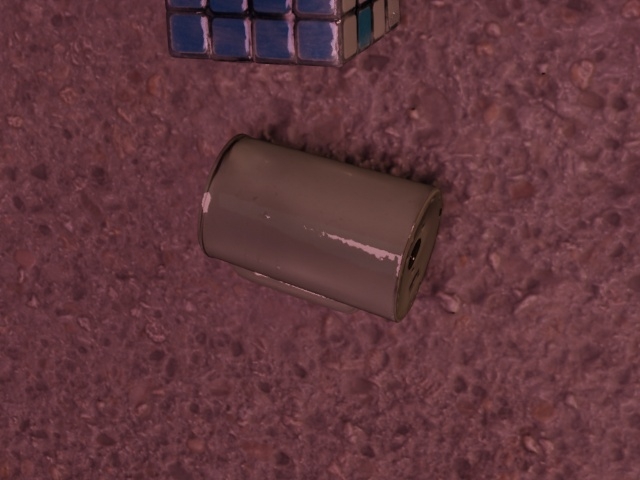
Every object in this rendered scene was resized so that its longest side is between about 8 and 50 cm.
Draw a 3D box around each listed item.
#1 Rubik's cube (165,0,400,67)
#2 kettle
[{"bbox_3d":[-0.051,-0.385,1.725,0.259,0.253,0.256,5,112,20],"label":"Rubik's cube"},{"bbox_3d":[0.004,-0.015,1.906,0.318,0.265,0.205,16,83,14],"label":"kettle"}]
